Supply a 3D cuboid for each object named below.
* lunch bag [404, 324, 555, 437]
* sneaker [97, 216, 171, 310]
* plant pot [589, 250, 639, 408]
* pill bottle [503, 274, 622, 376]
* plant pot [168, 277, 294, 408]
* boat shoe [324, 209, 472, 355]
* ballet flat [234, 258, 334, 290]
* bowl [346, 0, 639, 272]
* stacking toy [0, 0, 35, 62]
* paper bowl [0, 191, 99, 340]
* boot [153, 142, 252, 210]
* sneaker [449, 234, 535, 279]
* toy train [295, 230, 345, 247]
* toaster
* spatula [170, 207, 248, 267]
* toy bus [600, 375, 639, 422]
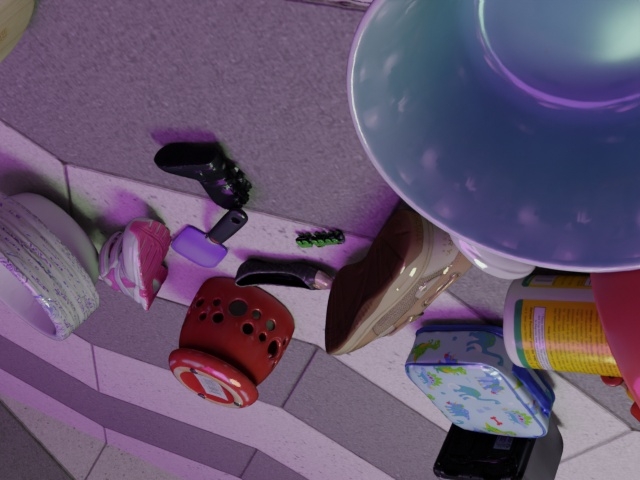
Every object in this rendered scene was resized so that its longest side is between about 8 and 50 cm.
[{"bbox_3d":[0.250,0.216,1.096,0.176,0.090,0.219,-8,135,43],"label":"lunch bag"},{"bbox_3d":[-0.327,0.034,1.218,0.111,0.103,0.252,24,147,-1],"label":"sneaker"},{"bbox_3d":[0.410,0.042,0.603,0.275,0.275,0.243,40,135,-22],"label":"plant pot"},{"bbox_3d":[0.334,0.101,0.845,0.208,0.117,0.117,-1,139,34],"label":"pill bottle"},{"bbox_3d":[-0.164,0.186,1.262,0.191,0.174,0.191,20,148,13],"label":"plant pot"},{"bbox_3d":[0.095,0.078,0.974,0.110,0.121,0.341,10,152,-17],"label":"boat shoe"},{"bbox_3d":[-0.056,0.062,1.121,0.173,0.049,0.057,4,143,30],"label":"ballet flat"},{"bbox_3d":[0.192,-0.136,0.554,0.312,0.163,0.311,18,146,13],"label":"bowl"},{"bbox_3d":[-0.497,-0.328,0.794,0.330,0.141,0.141,35,147,-9],"label":"stacking toy"},{"bbox_3d":[-0.504,0.030,1.259,0.284,0.148,0.284,29,148,20],"label":"paper bowl"},{"bbox_3d":[-0.160,-0.087,0.988,0.121,0.045,0.099,6,149,31],"label":"boot"},{"bbox_3d":[0.185,-0.038,0.796,0.212,0.080,0.094,39,134,-19],"label":"sneaker"},{"bbox_3d":[0.000,0.000,1.025,0.083,0.017,0.024,-3,148,38],"label":"toy train"},{"bbox_3d":[0.294,0.360,1.183,0.168,0.185,0.110,-11,123,43],"label":"toaster"},{"bbox_3d":[-0.162,-0.004,1.093,0.084,0.030,0.296,33,159,-13],"label":"spatula"},{"bbox_3d":[0.434,0.172,0.891,0.202,0.191,0.104,34,104,-15],"label":"toy bus"}]
